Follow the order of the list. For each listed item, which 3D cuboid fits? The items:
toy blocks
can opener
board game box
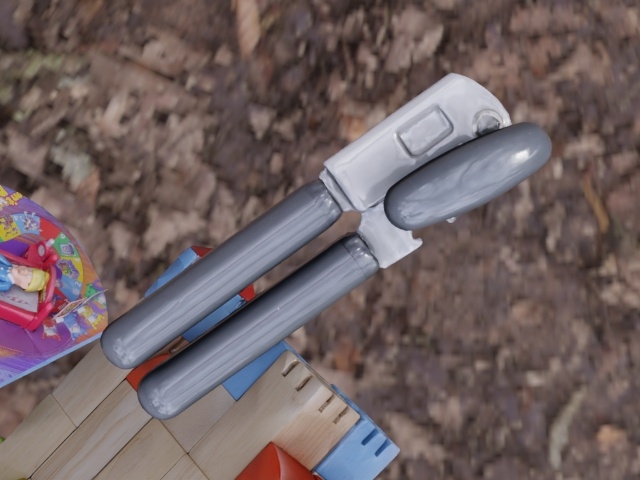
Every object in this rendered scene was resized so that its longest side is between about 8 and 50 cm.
[{"bbox_3d":[-0.072,0.172,1.299,0.261,0.381,0.191,-46,133,0],"label":"toy blocks"},{"bbox_3d":[0.000,0.000,1.123,0.280,0.093,0.074,-35,93,-2],"label":"can opener"},{"bbox_3d":[-0.206,0.019,1.254,0.133,0.169,0.033,53,130,9],"label":"board game box"}]
